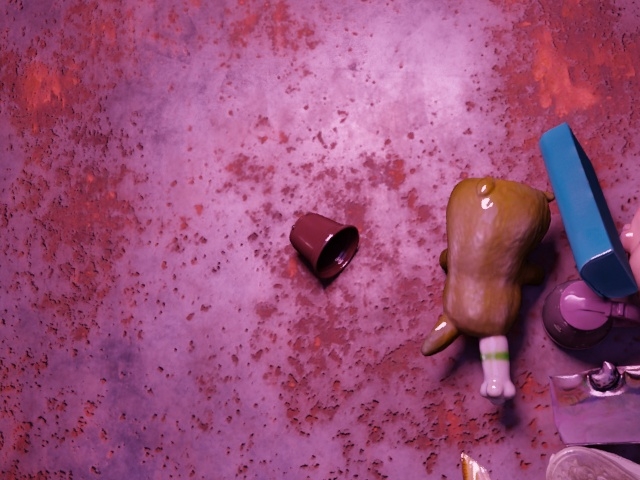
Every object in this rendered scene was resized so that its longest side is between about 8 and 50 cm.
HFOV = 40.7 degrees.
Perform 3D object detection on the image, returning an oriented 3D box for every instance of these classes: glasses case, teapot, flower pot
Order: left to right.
[{"bbox_3d":[0.000,0.000,1.529,0.089,0.111,0.111,36,85,31],"label":"flower pot"},{"bbox_3d":[0.424,-0.049,1.388,0.070,0.117,0.301,-28,40,22],"label":"glasses case"},{"bbox_3d":[0.433,0.123,1.393,0.148,0.146,0.116,35,85,15],"label":"teapot"}]

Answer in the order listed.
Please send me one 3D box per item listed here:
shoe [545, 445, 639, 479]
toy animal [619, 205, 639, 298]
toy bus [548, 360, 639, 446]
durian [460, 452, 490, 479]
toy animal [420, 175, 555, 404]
[{"bbox_3d":[0.484,0.401,1.320,0.316,0.159,0.124,28,90,3],"label":"shoe"},{"bbox_3d":[0.641,0.022,1.360,0.326,0.237,0.269,12,51,15],"label":"toy animal"},{"bbox_3d":[0.520,0.247,1.323,0.317,0.112,0.138,-9,79,29],"label":"toy bus"},{"bbox_3d":[0.259,0.456,1.387,0.140,0.078,0.224,-16,64,18],"label":"durian"},{"bbox_3d":[0.272,0.070,1.435,0.181,0.180,0.363,11,101,19],"label":"toy animal"}]
